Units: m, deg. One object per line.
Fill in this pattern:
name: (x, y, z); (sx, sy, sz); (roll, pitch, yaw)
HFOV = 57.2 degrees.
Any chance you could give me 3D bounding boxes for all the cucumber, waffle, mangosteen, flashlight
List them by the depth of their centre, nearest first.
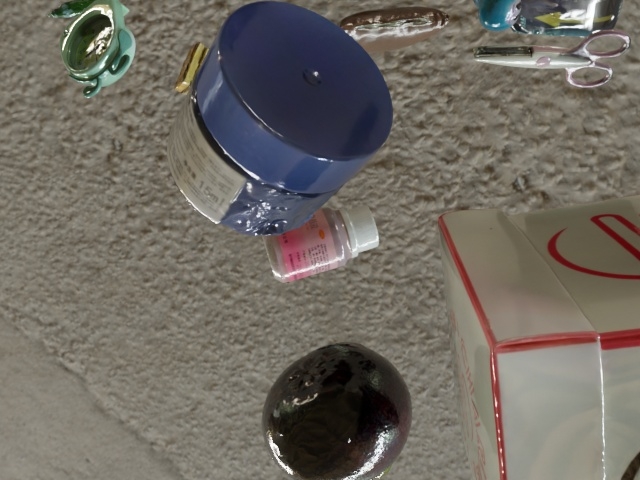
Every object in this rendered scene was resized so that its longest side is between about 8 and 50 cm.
flashlight: (0.206, -0.296, 0.710); (0.051, 0.129, 0.051); (-1, 132, -1)
mangosteen: (0.035, 0.257, 0.838); (0.216, 0.216, 0.215); (10, 119, 19)
waffle: (-0.285, -0.379, 1.307); (0.043, 0.148, 0.102); (21, 90, -22)
cucumber: (-0.549, -0.536, 1.349); (0.155, 0.037, 0.037); (-20, 112, -14)

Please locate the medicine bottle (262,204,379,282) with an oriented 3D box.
medicine bottle: (0.000, 0.000, 1.326); (0.247, 0.147, 0.147); (-17, 111, -6)

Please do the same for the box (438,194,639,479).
box: (0.296, 0.144, 0.590); (0.300, 0.312, 0.314); (-8, 109, 6)

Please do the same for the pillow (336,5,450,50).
pillow: (0.169, -0.595, 1.673); (0.308, 0.305, 0.108); (-9, 104, -9)

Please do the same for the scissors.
scissors: (0.270, -0.218, 0.700); (0.176, 0.022, 0.085); (3, 149, 0)

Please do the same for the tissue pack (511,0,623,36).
tissue pack: (0.505, -0.642, 1.161); (0.254, 0.263, 0.416); (11, 158, 24)

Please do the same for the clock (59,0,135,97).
clock: (-0.414, -0.356, 1.102); (0.148, 0.060, 0.188); (-29, 62, 17)

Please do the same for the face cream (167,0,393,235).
face cream: (-0.063, -0.155, 0.801); (0.249, 0.249, 0.225); (46, 140, -3)
